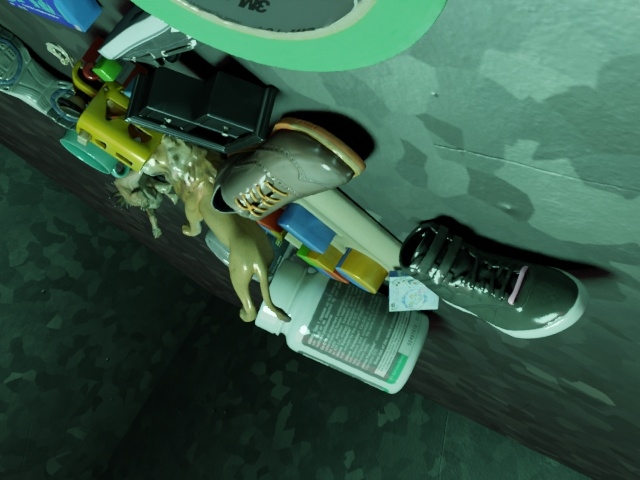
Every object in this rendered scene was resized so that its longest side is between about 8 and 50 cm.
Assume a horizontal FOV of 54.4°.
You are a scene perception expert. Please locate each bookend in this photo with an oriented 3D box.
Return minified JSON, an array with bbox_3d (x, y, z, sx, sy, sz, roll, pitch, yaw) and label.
[{"bbox_3d":[-0.163,-0.180,0.836,0.156,0.072,0.157,16,173,-27],"label":"bookend"}]

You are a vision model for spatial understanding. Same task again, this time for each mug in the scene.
[{"bbox_3d":[-0.510,-0.225,1.440,0.129,0.097,0.158,28,166,11],"label":"mug"}]

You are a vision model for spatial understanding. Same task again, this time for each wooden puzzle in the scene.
[{"bbox_3d":[0.000,0.000,1.200,0.322,0.080,0.348,39,164,-28],"label":"wooden puzzle"}]

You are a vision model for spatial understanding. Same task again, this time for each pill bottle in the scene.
[{"bbox_3d":[0.047,0.190,1.437,0.361,0.204,0.204,24,166,1],"label":"pill bottle"}]

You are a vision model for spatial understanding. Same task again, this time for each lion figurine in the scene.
[{"bbox_3d":[-0.170,-0.032,1.140,0.392,0.142,0.240,45,153,14],"label":"lion figurine"}]

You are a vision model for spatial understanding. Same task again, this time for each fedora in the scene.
[{"bbox_3d":[-0.175,0.017,1.529,0.275,0.124,0.244,39,164,-31],"label":"fedora"}]

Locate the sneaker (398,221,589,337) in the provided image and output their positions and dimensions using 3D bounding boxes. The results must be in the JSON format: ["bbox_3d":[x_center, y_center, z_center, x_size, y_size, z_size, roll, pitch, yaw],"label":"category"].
[{"bbox_3d":[0.216,0.048,0.865,0.147,0.104,0.296,32,171,-26],"label":"sneaker"}]

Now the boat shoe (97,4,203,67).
[{"bbox_3d":[-0.203,-0.252,0.775,0.228,0.080,0.076,0,146,50],"label":"boat shoe"}]

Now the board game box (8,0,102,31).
[{"bbox_3d":[-0.403,-0.376,0.801,0.160,0.047,0.210,25,164,23],"label":"board game box"}]

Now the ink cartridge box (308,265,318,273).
[{"bbox_3d":[0.072,0.215,1.691,0.307,0.129,0.223,29,166,8],"label":"ink cartridge box"}]

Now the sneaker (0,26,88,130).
[{"bbox_3d":[-0.607,-0.328,1.278,0.297,0.111,0.129,41,169,-31],"label":"sneaker"}]

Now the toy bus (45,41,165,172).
[{"bbox_3d":[-0.336,-0.192,0.967,0.202,0.104,0.191,20,161,29],"label":"toy bus"}]

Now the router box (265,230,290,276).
[{"bbox_3d":[-0.116,0.006,1.370,0.038,0.122,0.092,12,157,38],"label":"router box"}]

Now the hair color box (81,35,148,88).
[{"bbox_3d":[-0.351,-0.269,1.051,0.093,0.053,0.167,34,164,-16],"label":"hair color box"}]

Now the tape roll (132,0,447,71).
[{"bbox_3d":[-0.057,-0.239,0.403,0.321,0.077,0.321,19,164,6],"label":"tape roll"}]

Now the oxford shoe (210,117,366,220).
[{"bbox_3d":[-0.061,-0.085,0.919,0.130,0.132,0.364,37,164,-23],"label":"oxford shoe"}]

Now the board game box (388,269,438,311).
[{"bbox_3d":[0.169,0.090,1.127,0.090,0.020,0.090,-2,131,3],"label":"board game box"}]

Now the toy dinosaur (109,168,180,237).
[{"bbox_3d":[-0.495,-0.139,1.675,0.200,0.127,0.295,34,162,16],"label":"toy dinosaur"}]
